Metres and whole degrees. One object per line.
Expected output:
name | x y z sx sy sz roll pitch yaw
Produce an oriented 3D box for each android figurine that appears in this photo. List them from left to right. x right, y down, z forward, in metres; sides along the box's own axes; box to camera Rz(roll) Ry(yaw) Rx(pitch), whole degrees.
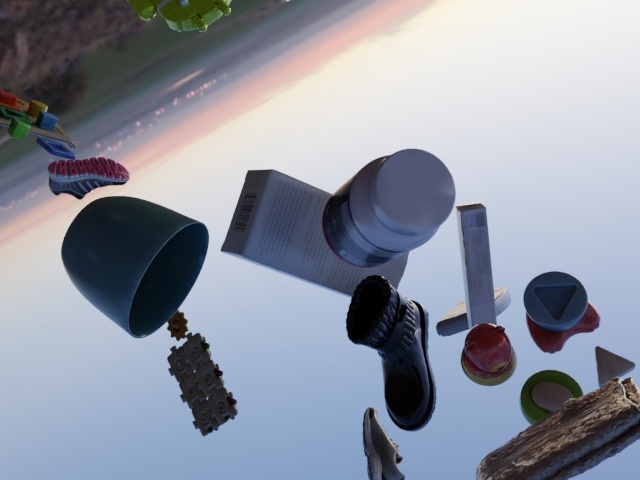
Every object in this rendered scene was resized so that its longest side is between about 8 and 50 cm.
android figurine | -0.298 -0.562 1.674 0.248 0.273 0.056 -34 166 -5

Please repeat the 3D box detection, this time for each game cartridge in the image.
game cartridge | 0.498 0.220 2.476 0.196 0.060 0.294 -20 -178 28

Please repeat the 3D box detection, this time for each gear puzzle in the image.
gear puzzle | -0.326 0.336 2.063 0.175 0.339 0.044 -40 161 35

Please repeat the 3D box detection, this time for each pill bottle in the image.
pill bottle | 0.144 -0.067 1.700 0.210 0.210 0.363 -34 179 -18

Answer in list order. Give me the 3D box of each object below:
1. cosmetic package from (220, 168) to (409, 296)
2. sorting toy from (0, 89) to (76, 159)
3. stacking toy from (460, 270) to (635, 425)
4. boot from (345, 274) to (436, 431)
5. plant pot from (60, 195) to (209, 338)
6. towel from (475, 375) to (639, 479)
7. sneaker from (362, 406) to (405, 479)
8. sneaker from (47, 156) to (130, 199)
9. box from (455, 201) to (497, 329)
cosmetic package | 0.000 0.000 2.011 0.161 0.453 0.230 8 -103 62
sorting toy | -0.630 -0.273 1.670 0.347 0.196 0.047 39 -75 45
stacking toy | 0.468 0.221 1.610 0.309 0.130 0.279 -37 -123 -8
boot | 0.168 0.275 1.883 0.131 0.348 0.260 -13 157 25
plant pot | -0.430 0.036 1.748 0.293 0.235 0.293 -56 165 -24
towel | 0.332 0.290 1.100 0.282 0.049 0.187 -37 175 13
sneaker | 0.180 0.609 2.294 0.108 0.100 0.271 -8 -138 -2
sneaker | -0.472 -0.122 1.582 0.170 0.063 0.075 -5 141 -39
box | 0.382 0.068 1.914 0.067 0.324 0.063 -10 -164 -1
